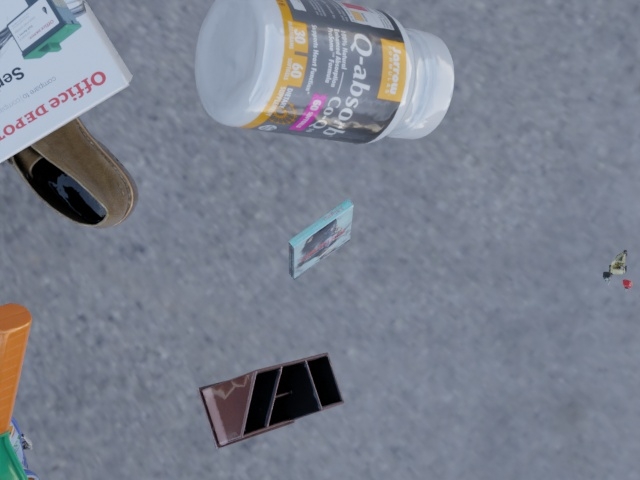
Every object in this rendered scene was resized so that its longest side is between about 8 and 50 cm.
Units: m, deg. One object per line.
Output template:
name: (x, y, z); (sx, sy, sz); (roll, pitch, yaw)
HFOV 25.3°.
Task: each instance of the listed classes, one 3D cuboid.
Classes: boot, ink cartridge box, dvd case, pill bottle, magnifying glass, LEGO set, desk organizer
boot: (-0.352, -0.130, 1.715); (0.305, 0.115, 0.112); (42, 104, 0)
ink cartridge box: (-0.304, -0.204, 1.375); (0.160, 0.092, 0.219); (-32, 102, 0)
dvd case: (0.000, 0.000, 1.655); (0.087, 0.013, 0.119); (-35, 166, -13)
pill bottle: (0.008, -0.196, 1.642); (0.278, 0.162, 0.162); (5, 111, -36)
magnifying glass: (-0.211, 0.132, 0.883); (0.092, 0.026, 0.231); (-20, 142, -43)
LEGO set: (0.243, 0.037, 1.015); (0.083, 0.023, 0.054); (8, 137, 5)
desk organizer: (-0.034, 0.118, 1.072); (0.050, 0.047, 0.130); (-21, 173, 23)

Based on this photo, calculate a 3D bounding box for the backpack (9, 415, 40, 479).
backpack: (-0.453, 0.282, 1.652); (0.276, 0.213, 0.263); (-44, 150, -29)
